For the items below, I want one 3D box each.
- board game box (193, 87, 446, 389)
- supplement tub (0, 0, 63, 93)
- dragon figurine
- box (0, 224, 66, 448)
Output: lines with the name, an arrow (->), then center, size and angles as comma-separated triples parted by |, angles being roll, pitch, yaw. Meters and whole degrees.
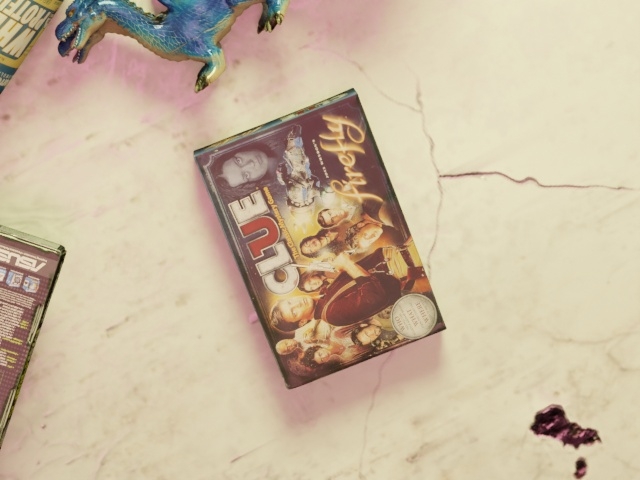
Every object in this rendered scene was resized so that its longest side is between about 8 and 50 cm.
board game box -> 0.000, 0.000, 1.653 | 0.165, 0.042, 0.243 | -22, 102, 0
supplement tub -> -0.316, -0.204, 1.536 | 0.144, 0.144, 0.199 | 34, 97, -10
dragon figurine -> -0.105, -0.233, 1.577 | 0.289, 0.085, 0.144 | -40, 102, 5
box -> -0.387, 0.066, 1.557 | 0.270, 0.060, 0.216 | 18, 93, -5
